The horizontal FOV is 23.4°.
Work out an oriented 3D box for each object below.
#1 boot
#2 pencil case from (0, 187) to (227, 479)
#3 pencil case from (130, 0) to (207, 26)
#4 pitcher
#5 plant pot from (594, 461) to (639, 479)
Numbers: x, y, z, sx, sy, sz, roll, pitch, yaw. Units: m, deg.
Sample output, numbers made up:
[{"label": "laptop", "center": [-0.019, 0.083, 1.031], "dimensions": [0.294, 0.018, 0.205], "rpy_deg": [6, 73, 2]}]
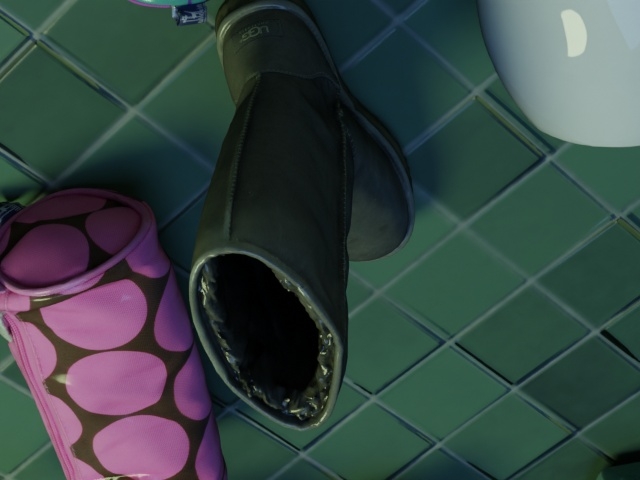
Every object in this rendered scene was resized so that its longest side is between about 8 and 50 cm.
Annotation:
[{"label": "boot", "center": [-0.002, 0.002, 0.709], "dimensions": [0.076, 0.208, 0.189], "rpy_deg": [-26, 129, 13]}, {"label": "pencil case", "center": [-0.115, 0.072, 0.828], "dimensions": [0.098, 0.095, 0.209], "rpy_deg": [-37, 134, -25]}, {"label": "pencil case", "center": [-0.066, -0.171, 0.648], "dimensions": [0.070, 0.064, 0.152], "rpy_deg": [-23, 135, -28]}, {"label": "pitcher", "center": [0.152, -0.156, 0.673], "dimensions": [0.178, 0.125, 0.207], "rpy_deg": [-15, 121, -17]}, {"label": "plant pot", "center": [0.246, 0.260, 1.002], "dimensions": [0.165, 0.166, 0.234], "rpy_deg": [-10, 124, -2]}]
